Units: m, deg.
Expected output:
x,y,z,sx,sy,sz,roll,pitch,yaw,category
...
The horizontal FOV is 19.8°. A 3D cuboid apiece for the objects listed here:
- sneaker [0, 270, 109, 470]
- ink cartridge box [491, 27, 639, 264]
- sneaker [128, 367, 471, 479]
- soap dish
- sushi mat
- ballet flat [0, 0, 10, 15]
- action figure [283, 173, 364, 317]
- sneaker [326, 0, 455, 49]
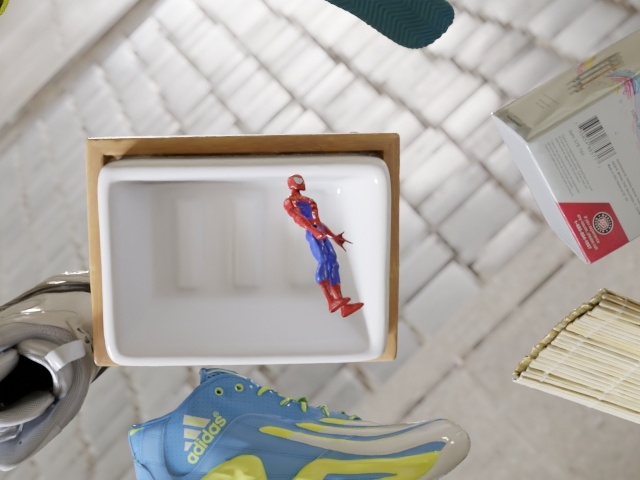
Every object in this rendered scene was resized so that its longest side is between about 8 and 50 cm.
x,y,z,sx,sy,sz,roll,pitch,yaw,category
-0.364,0.165,1.840,0.366,0.137,0.210,-31,9,10,sneaker
0.262,-0.089,1.580,0.176,0.128,0.127,-29,17,1,ink cartridge box
-0.023,0.135,1.257,0.240,0.126,0.091,-17,-5,-5,sneaker
-0.072,0.002,1.739,0.291,0.229,0.118,-1,21,-2,soap dish
0.353,0.138,1.746,0.151,0.316,0.019,-50,28,44,sushi mat
-0.287,-0.253,1.435,0.077,0.231,0.077,-10,61,4,ballet flat
0.000,0.000,1.363,0.030,0.115,0.038,-35,-24,22,action figure
0.031,-0.269,1.728,0.087,0.228,0.092,-39,43,16,sneaker
